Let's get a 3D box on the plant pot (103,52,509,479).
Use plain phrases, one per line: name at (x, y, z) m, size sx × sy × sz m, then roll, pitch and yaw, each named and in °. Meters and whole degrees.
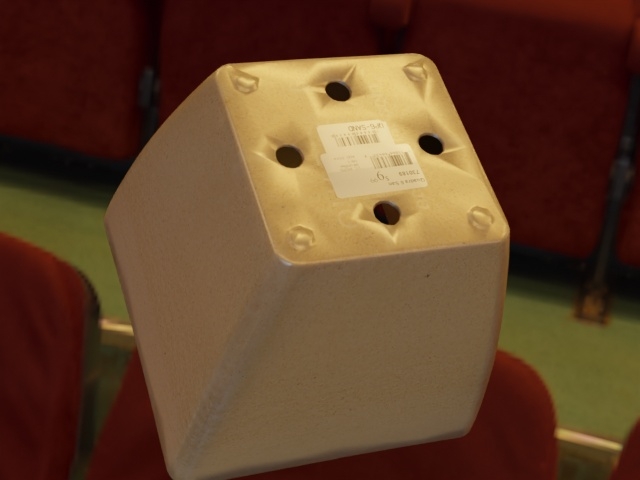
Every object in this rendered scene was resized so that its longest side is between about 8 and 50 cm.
plant pot at (0.000, 0.000, 0.403) m, size 0.109 × 0.096 × 0.109 m, roll -6°, pitch 57°, yaw -22°
